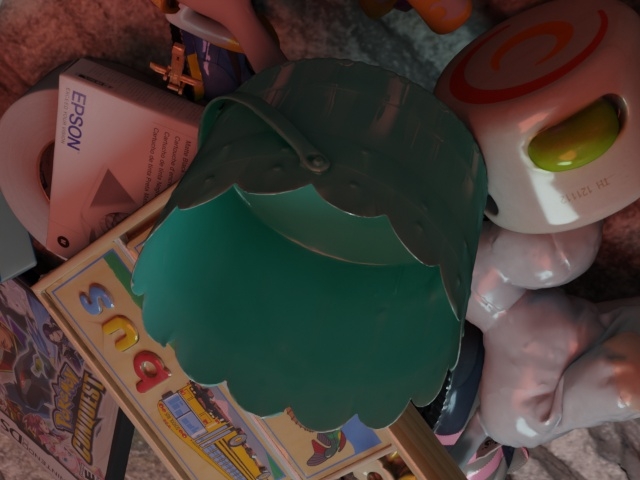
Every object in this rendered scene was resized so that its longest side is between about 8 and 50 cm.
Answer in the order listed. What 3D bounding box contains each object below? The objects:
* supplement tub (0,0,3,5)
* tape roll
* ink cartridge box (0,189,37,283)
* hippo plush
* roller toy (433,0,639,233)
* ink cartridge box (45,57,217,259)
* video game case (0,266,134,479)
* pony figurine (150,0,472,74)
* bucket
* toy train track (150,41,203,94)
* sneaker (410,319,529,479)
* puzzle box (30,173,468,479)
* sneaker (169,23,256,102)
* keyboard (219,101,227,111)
[{"bbox_3d":[-0.473,-0.264,1.461,0.325,0.235,0.235,32,133,-5],"label":"supplement tub"},{"bbox_3d":[-0.222,-0.073,1.615,0.219,0.072,0.219,13,127,18],"label":"tape roll"},{"bbox_3d":[-0.422,-0.019,1.727,0.191,0.082,0.139,-7,104,25],"label":"ink cartridge box"},{"bbox_3d":[0.215,0.059,1.517,0.294,0.234,0.236,-27,89,35],"label":"hippo plush"},{"bbox_3d":[0.206,-0.105,1.356,0.191,0.209,0.146,-2,129,43],"label":"roller toy"},{"bbox_3d":[-0.154,-0.041,1.525,0.224,0.045,0.223,21,129,12],"label":"ink cartridge box"},{"bbox_3d":[-0.313,0.161,1.827,0.248,0.035,0.274,37,137,21],"label":"video game case"},{"bbox_3d":[-0.049,-0.264,1.280,0.351,0.302,0.363,-36,132,28],"label":"pony figurine"},{"bbox_3d":[0.000,0.000,1.277,0.281,0.183,0.281,11,137,10],"label":"bucket"},{"bbox_3d":[-0.122,-0.142,1.326,0.048,0.014,0.083,20,159,-1],"label":"toy train track"},{"bbox_3d":[0.163,0.194,1.703,0.131,0.112,0.319,-3,127,-12],"label":"sneaker"},{"bbox_3d":[-0.071,0.142,1.515,0.272,0.052,0.409,-33,97,39],"label":"puzzle box"},{"bbox_3d":[-0.102,-0.231,1.469,0.082,0.069,0.209,-15,117,-12],"label":"sneaker"},{"bbox_3d":[-0.093,-0.004,1.667,0.201,0.033,0.317,42,132,-6],"label":"keyboard"}]
